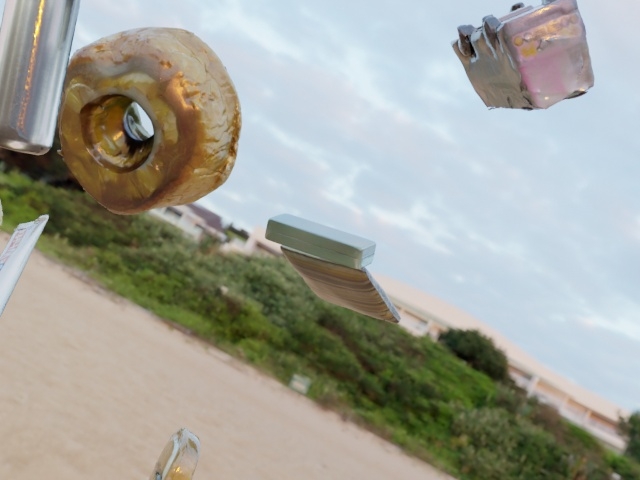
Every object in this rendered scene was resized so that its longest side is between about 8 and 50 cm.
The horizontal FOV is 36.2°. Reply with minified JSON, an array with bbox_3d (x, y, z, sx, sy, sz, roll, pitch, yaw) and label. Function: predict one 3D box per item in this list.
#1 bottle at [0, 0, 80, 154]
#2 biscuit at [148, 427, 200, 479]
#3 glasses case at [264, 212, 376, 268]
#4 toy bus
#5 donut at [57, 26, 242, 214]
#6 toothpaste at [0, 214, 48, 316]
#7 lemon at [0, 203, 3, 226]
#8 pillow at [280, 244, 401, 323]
[{"bbox_3d":[-0.325,-0.226,1.092,0.096,0.254,0.079,12,2,-15],"label":"bottle"},{"bbox_3d":[-0.289,0.479,1.641,0.057,0.344,0.287,22,-12,-9],"label":"biscuit"},{"bbox_3d":[0.000,0.000,1.695,0.184,0.039,0.078,18,16,20],"label":"glasses case"},{"bbox_3d":[0.258,-0.237,1.266,0.317,0.112,0.138,-100,167,-81],"label":"toy bus"},{"bbox_3d":[-0.291,-0.191,1.574,0.330,0.330,0.160,25,29,24],"label":"donut"},{"bbox_3d":[-0.336,0.055,1.010,0.052,0.218,0.033,-18,-52,28],"label":"toothpaste"},{"bbox_3d":[-0.748,-0.053,1.841,0.268,0.268,0.322,24,-19,27],"label":"lemon"},{"bbox_3d":[0.041,0.085,1.943,0.208,0.052,0.212,17,-22,34],"label":"pillow"}]
